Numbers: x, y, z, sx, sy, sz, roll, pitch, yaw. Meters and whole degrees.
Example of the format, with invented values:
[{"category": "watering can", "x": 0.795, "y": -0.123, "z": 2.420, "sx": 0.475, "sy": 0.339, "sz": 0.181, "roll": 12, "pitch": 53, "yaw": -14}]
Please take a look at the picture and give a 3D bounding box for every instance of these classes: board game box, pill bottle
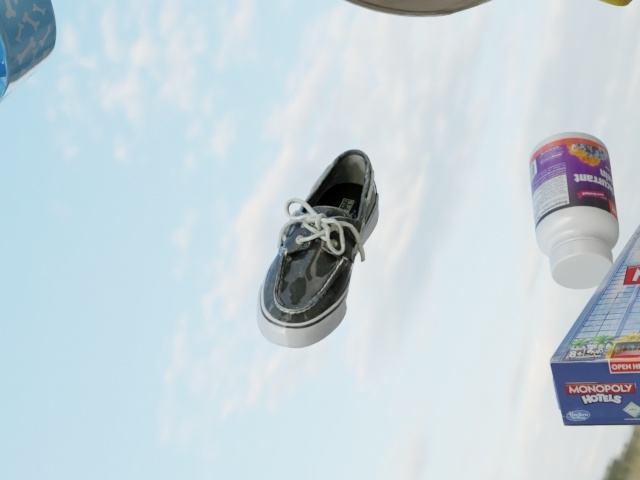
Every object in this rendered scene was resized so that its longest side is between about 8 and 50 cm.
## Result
[{"category": "board game box", "x": 0.274, "y": 0.046, "z": 1.005, "sx": 0.194, "sy": 0.194, "sz": 0.060, "roll": -63, "pitch": -37, "yaw": -52}, {"category": "pill bottle", "x": 0.332, "y": -0.037, "z": 1.872, "sx": 0.108, "sy": 0.108, "sz": 0.193, "roll": 85, "pitch": -175, "yaw": -54}]

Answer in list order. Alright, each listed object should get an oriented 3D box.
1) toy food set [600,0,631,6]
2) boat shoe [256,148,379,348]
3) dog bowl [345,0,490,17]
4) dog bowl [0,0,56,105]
[{"category": "toy food set", "x": 0.337, "y": -0.365, "z": 1.636, "sx": 0.128, "sy": 0.071, "sz": 0.218, "roll": -42, "pitch": -61, "yaw": -9}, {"category": "boat shoe", "x": 0.004, "y": 0.001, "z": 1.741, "sx": 0.306, "sy": 0.113, "sz": 0.105, "roll": -56, "pitch": -25, "yaw": -45}, {"category": "dog bowl", "x": 0.101, "y": -0.375, "z": 1.346, "sx": 0.102, "sy": 0.349, "sz": 0.348, "roll": -6, "pitch": -67, "yaw": -81}, {"category": "dog bowl", "x": -0.341, "y": -0.192, "z": 1.346, "sx": 0.074, "sy": 0.166, "sz": 0.297, "roll": -34, "pitch": 5, "yaw": -34}]
